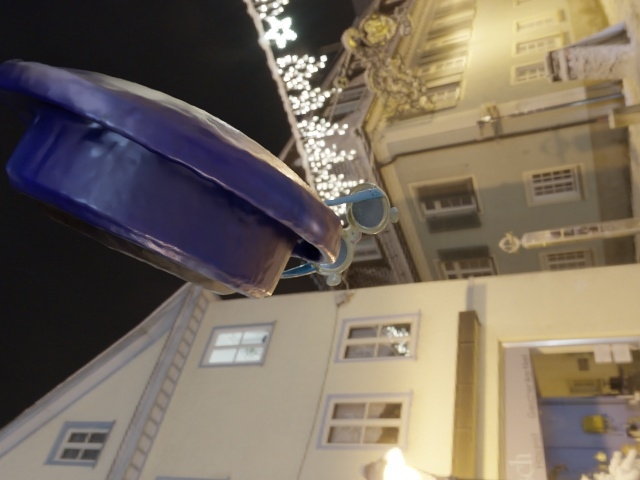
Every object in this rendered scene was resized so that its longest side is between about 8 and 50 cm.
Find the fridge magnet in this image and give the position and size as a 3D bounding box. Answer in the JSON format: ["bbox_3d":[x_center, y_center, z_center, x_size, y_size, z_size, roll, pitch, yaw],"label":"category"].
[{"bbox_3d":[-0.110,-0.038,0.441,0.265,0.265,0.113,38,-106,-58],"label":"fridge magnet"}]

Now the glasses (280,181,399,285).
[{"bbox_3d":[-0.015,-0.023,0.918,0.220,0.190,0.088,9,-138,-44],"label":"glasses"}]
